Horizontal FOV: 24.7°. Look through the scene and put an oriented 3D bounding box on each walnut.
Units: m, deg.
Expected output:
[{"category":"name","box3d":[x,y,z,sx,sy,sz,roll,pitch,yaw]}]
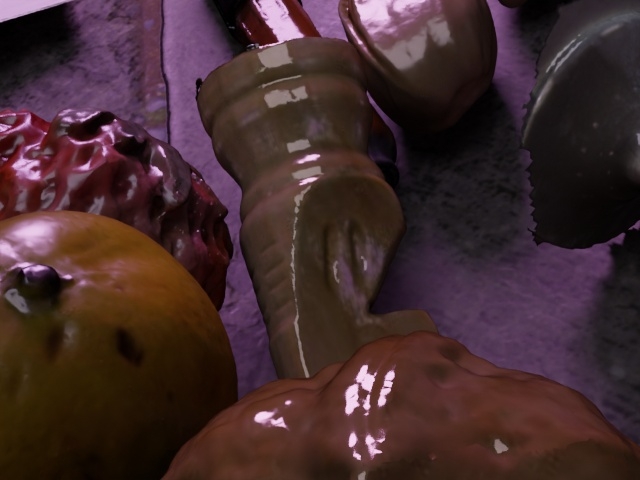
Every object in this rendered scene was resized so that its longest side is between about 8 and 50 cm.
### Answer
[{"category":"walnut","box3d":[0.051,0.203,0.772,0.306,0.344,0.306,-5,55,7]}]

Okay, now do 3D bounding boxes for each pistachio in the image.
[{"category":"pistachio","box3d":[0.082,-0.181,1.256,0.136,0.135,0.226,-17,41,5]}]

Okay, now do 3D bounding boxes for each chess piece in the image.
[{"category":"chess piece","box3d":[0.000,0.000,1.097,0.137,0.137,0.300,-16,65,5]}]

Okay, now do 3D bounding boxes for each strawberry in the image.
[{"category":"strawberry","box3d":[-0.217,0.058,1.069,0.336,0.265,0.149,-40,43,13]}]

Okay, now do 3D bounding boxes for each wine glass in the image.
[{"category":"wine glass","box3d":[0.298,-0.019,0.969,0.238,0.238,0.323,-39,44,-15]}]

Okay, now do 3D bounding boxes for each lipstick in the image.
[{"category":"lipstick","box3d":[-0.032,-0.179,1.335,0.077,0.077,0.418,-26,48,-4]}]

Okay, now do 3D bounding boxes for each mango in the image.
[{"category":"mango","box3d":[-0.213,0.193,0.895,0.221,0.301,0.445,33,105,26]}]

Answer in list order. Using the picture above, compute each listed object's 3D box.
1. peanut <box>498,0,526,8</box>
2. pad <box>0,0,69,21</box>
[{"category":"peanut","box3d":[0.221,-0.320,1.338,0.124,0.123,0.256,20,57,33]},{"category":"pad","box3d":[-0.365,-0.239,1.503,0.232,0.004,0.156,-18,29,-11]}]
